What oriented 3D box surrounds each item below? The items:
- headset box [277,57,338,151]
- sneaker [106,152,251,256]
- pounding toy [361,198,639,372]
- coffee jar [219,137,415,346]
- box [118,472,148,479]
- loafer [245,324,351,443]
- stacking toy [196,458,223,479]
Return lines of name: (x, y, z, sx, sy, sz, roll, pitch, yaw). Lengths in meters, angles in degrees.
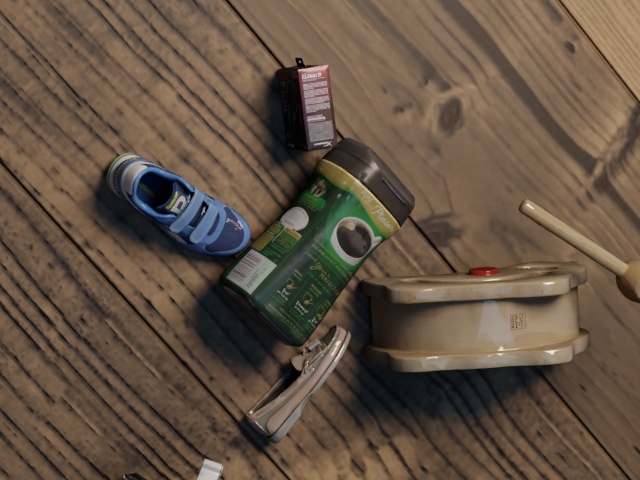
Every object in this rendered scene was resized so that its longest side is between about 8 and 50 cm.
headset box: (-0.012, -0.125, 1.802, 0.032, 0.062, 0.083, -11, 99, -18)
sneaker: (-0.123, -0.027, 1.776, 0.144, 0.059, 0.053, 29, 84, -20)
pounding toy: (0.172, 0.033, 1.843, 0.269, 0.154, 0.155, -3, 96, 1)
coffee jar: (0.000, 0.000, 1.804, 0.184, 0.079, 0.096, -49, 127, -8)
box: (-0.124, 0.404, 1.763, 0.295, 0.073, 0.293, 32, 84, 3)
loafer: (-0.020, 0.127, 1.833, 0.039, 0.045, 0.125, 35, 86, -11)
stacking toy: (-0.053, 0.310, 1.712, 0.167, 0.052, 0.221, 18, 84, 2)
